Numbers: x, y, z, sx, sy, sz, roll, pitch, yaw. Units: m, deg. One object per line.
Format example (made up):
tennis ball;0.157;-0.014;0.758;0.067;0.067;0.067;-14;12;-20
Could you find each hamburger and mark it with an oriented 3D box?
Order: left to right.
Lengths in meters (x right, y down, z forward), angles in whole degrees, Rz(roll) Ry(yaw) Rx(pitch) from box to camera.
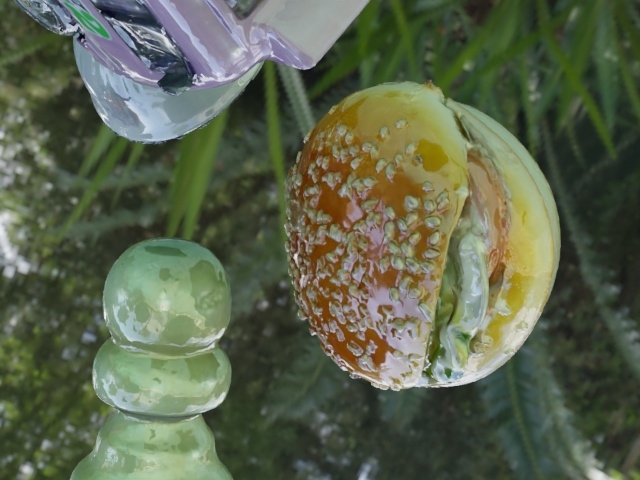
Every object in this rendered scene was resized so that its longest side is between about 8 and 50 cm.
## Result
hamburger;0.064;-0.004;0.986;0.147;0.237;0.237;-10;-144;-46

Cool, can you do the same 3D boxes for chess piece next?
chess piece;-0.117;0.119;1.026;0.133;0.243;0.133;7;-168;-1

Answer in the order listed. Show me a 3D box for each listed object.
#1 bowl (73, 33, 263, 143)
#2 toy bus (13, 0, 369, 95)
bowl;-0.129;-0.175;1.052;0.189;0.189;0.086;38;-176;39
toy bus;-0.062;-0.128;0.347;0.108;0.096;0.199;24;160;47
